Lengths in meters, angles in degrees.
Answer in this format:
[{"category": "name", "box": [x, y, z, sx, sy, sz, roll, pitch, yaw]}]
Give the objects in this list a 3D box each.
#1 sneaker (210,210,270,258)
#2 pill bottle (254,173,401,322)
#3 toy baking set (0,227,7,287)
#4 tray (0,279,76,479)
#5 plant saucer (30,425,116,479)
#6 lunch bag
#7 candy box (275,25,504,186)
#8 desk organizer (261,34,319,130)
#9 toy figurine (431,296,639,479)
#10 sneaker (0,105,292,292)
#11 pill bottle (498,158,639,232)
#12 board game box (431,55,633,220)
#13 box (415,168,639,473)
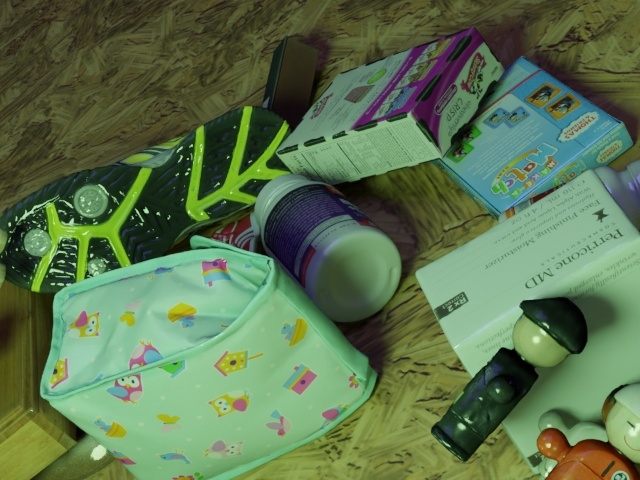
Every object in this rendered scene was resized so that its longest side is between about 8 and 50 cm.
[{"category": "sneaker", "box": [-0.094, 0.012, 1.640, 0.067, 0.042, 0.118, -22, 29, 11]}, {"category": "pill bottle", "box": [0.000, 0.000, 1.520, 0.108, 0.108, 0.193, -38, 36, -5]}, {"category": "toy baking set", "box": [-0.404, 0.071, 1.602, 0.256, 0.030, 0.197, 19, 88, 59]}, {"category": "tray", "box": [-0.395, 0.152, 1.653, 0.203, 0.076, 0.411, -38, 31, 10]}, {"category": "plant saucer", "box": [-0.270, 0.187, 1.588, 0.198, 0.036, 0.199, -22, 36, 18]}, {"category": "lunch bag", "box": [-0.102, 0.117, 1.367, 0.262, 0.223, 0.160, -21, 45, 19]}, {"category": "candy box", "box": [0.077, -0.146, 1.607, 0.233, 0.071, 0.159, -11, 34, 49]}, {"category": "desk organizer", "box": [-0.042, -0.197, 1.832, 0.047, 0.050, 0.130, 138, 147, -58]}, {"category": "toy figurine", "box": [0.216, 0.163, 1.063, 0.148, 0.209, 0.213, -50, 33, 3]}, {"category": "sneaker", "box": [-0.209, -0.036, 1.693, 0.384, 0.145, 0.147, -22, 0, -11]}, {"category": "pill bottle", "box": [0.256, -0.019, 1.351, 0.152, 0.086, 0.086, -25, 36, 14]}, {"category": "board game box", "box": [0.216, -0.108, 1.528, 0.160, 0.039, 0.211, -37, 34, -2]}, {"category": "box", "box": [0.209, 0.071, 1.202, 0.181, 0.182, 0.119, -31, 35, 5]}]
